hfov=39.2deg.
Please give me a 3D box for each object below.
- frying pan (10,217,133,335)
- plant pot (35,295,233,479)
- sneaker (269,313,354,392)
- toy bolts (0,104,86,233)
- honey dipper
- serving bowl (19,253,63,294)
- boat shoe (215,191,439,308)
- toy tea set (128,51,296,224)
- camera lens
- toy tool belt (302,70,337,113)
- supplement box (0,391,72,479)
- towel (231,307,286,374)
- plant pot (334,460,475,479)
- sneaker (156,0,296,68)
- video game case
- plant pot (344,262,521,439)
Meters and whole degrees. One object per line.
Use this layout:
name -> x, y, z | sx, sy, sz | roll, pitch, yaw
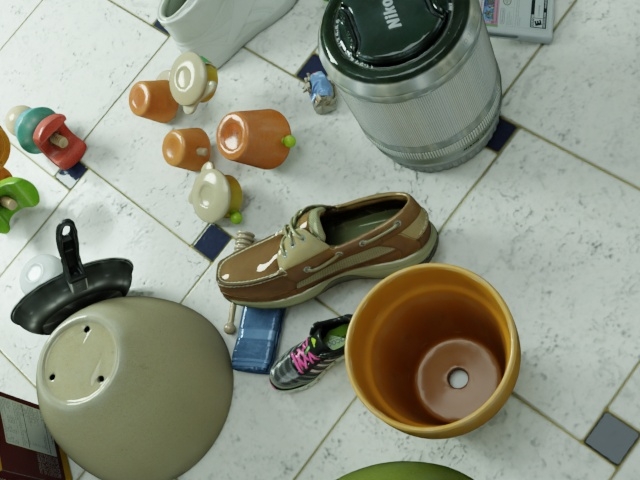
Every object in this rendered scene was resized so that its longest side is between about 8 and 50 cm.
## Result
frying pan -> -0.336, 0.056, 1.317 | 0.326, 0.197, 0.053 | -44, 70, 44
plant pot -> -0.291, 0.196, 1.283 | 0.284, 0.191, 0.284 | -8, 65, 17
sneaker -> -0.005, 0.152, 1.256 | 0.170, 0.075, 0.063 | -30, 60, 7
toy bolts -> -0.551, -0.164, 1.549 | 0.158, 0.218, 0.228 | 26, 61, 34
honey dipper -> -0.127, 0.064, 1.368 | 0.030, 0.030, 0.161 | 1, 70, 22
serving bowl -> -0.472, 0.058, 1.506 | 0.083, 0.027, 0.083 | -9, 65, 19
boat shoe -> 0.000, 0.000, 1.280 | 0.324, 0.120, 0.123 | -16, 44, 11
toy tea set -> -0.174, -0.187, 1.470 | 0.336, 0.124, 0.200 | 52, 121, 27
camera lens -> 0.132, -0.243, 1.258 | 0.219, 0.274, 0.219 | -8, 65, 18
toy tool belt -> -0.003, -0.247, 1.441 | 0.052, 0.051, 0.083 | -23, 61, 11
supplement box -> -0.503, 0.325, 1.305 | 0.191, 0.194, 0.129 | -27, 61, 8
towel -> -0.090, 0.136, 1.323 | 0.067, 0.029, 0.120 | 3, 70, 22
plant pot -> 0.072, 0.364, 1.008 | 0.274, 0.293, 0.275 | -8, 65, 18
sneaker -> -0.143, -0.432, 1.510 | 0.292, 0.169, 0.108 | -47, 58, -4
video game case -> 0.266, -0.408, 1.390 | 0.193, 0.023, 0.212 | 7, 70, 3
plant pot -> 0.155, 0.156, 1.127 | 0.205, 0.188, 0.205 | -8, 66, 17
